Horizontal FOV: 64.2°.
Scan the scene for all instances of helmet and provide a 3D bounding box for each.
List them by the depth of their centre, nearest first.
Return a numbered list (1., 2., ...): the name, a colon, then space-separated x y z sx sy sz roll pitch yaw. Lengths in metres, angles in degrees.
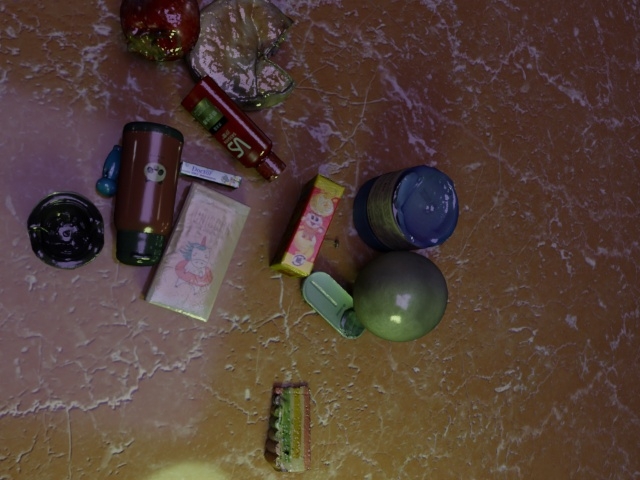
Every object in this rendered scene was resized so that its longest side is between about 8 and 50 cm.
1. helmet: -0.577 -0.011 1.167 0.153 0.107 0.177 -6 70 -24

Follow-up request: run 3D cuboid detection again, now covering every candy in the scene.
1. candy: -0.038 -0.035 1.408 0.088 0.146 0.276 26 77 -12

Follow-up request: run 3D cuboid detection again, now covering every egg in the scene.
1. egg: 0.228 0.154 1.447 0.352 0.258 0.258 -6 89 -58

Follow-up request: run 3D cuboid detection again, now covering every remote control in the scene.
1. remote control: 0.040 0.188 1.486 0.247 0.052 0.104 46 70 -17

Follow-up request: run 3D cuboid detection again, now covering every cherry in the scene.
1. cherry: -0.386 -0.563 1.253 0.175 0.192 0.249 14 77 -54

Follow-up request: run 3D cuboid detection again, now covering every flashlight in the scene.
1. flashlight: -0.505 -0.170 1.242 0.051 0.051 0.129 21 74 -24

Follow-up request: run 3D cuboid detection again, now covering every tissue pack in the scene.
1. tissue pack: -0.311 0.029 1.312 0.170 0.071 0.325 25 76 -21

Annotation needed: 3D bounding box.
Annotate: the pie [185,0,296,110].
1. pie: -0.214 -0.518 1.398 0.337 0.075 0.337 1 88 -21

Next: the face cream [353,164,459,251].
1. face cream: 0.255 -0.088 1.518 0.249 0.225 0.249 1 88 -26

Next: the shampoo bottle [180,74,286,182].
1. shampoo bottle: -0.224 -0.286 1.355 0.314 0.118 0.076 46 36 -17

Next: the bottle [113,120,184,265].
1. bottle: -0.421 -0.106 1.227 0.144 0.144 0.336 9 83 -26

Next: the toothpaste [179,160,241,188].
1. toothpaste: -0.291 -0.172 1.350 0.164 0.046 0.034 13 84 -25

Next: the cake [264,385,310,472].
1. cake: -0.090 0.518 1.408 0.109 0.090 0.225 11 63 -23

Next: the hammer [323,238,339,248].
1. hammer: 0.000 0.000 1.502 0.123 0.014 0.029 12 68 -23
